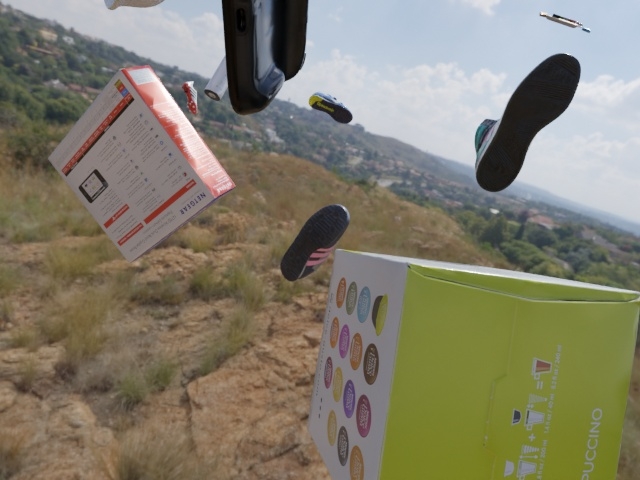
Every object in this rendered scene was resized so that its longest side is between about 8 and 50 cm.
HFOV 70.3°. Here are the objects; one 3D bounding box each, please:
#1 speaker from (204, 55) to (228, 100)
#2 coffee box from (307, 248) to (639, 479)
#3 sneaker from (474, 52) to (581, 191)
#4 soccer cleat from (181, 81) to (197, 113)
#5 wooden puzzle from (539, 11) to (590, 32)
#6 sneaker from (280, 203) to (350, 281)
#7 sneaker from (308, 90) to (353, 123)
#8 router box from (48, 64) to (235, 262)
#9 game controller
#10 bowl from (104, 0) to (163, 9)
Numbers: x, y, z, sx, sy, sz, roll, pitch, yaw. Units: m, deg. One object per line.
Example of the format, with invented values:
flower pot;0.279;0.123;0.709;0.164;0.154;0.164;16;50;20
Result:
speaker;-0.303;-0.503;1.404;0.055;0.136;0.055;23;-13;6
coffee box;0.197;0.203;0.698;0.339;0.337;0.334;8;0;-13
sneaker;0.431;-0.258;0.986;0.124;0.295;0.178;27;26;0
soccer cleat;-0.333;-0.372;1.183;0.029;0.083;0.035;10;40;28
wooden puzzle;0.525;-0.474;0.977;0.116;0.014;0.078;30;38;17
sneaker;0.000;0.000;1.412;0.131;0.319;0.112;-13;62;-52
sneaker;0.036;-0.405;1.369;0.144;0.053;0.059;28;38;-13
router box;-0.398;-0.149;0.991;0.301;0.336;0.082;56;33;-9
game controller;-0.051;-0.277;0.410;0.067;0.319;0.166;19;47;12
bowl;-0.305;-0.563;0.834;0.134;0.297;0.298;0;22;-36
